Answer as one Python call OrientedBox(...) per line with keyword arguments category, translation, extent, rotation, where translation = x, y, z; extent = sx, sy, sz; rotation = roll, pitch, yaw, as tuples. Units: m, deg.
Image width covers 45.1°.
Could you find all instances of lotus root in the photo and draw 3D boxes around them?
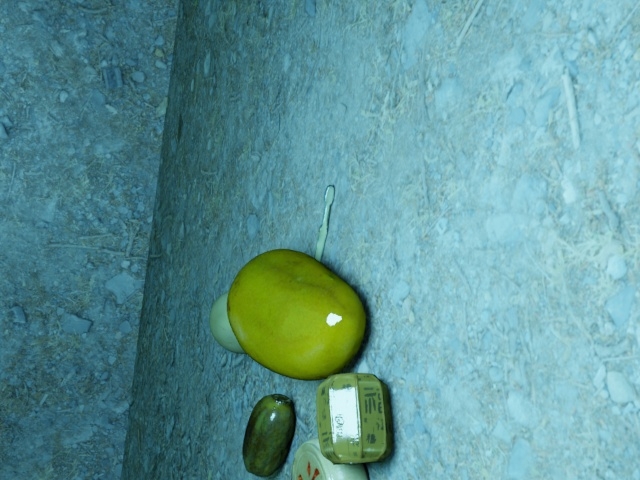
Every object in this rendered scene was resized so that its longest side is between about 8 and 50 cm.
OrientedBox(category="lotus root", translation=(-0.140, 0.517, 2.045), extent=(0.124, 0.123, 0.241), rotation=(36, 120, 49))

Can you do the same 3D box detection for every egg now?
OrientedBox(category="egg", translation=(-0.225, 0.227, 2.187), extent=(0.241, 0.186, 0.186), rotation=(3, 88, 64))

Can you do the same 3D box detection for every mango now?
OrientedBox(category="mango", translation=(-0.056, 0.177, 1.835), extent=(0.445, 0.232, 0.300), rotation=(9, 90, 52))

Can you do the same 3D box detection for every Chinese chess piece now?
OrientedBox(category="Chinese chess piece", translation=(0.017, 0.573, 1.750), extent=(0.250, 0.103, 0.250), rotation=(-13, 76, 63))

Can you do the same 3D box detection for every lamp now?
OrientedBox(category="lamp", translation=(0.072, 0.376, 1.626), extent=(0.161, 0.161, 0.185), rotation=(-28, 61, 58))

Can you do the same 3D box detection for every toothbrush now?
OrientedBox(category="toothbrush", translation=(0.001, 0.002, 1.966), extent=(0.028, 0.026, 0.294), rotation=(-129, 48, -78))
